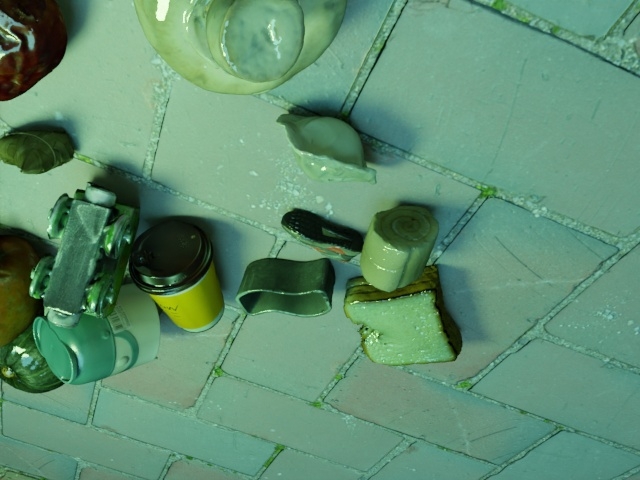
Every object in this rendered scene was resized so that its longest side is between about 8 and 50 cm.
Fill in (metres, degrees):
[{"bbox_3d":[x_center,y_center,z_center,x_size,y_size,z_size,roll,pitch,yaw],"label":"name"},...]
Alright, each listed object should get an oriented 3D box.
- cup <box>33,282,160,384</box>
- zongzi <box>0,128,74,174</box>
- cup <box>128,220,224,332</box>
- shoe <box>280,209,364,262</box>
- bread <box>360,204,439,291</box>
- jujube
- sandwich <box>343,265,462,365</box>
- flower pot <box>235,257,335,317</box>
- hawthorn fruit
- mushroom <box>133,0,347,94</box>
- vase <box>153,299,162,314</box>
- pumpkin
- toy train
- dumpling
[{"bbox_3d":[-0.579,0.221,1.572,0.289,0.257,0.219,39,123,29],"label":"cup"},{"bbox_3d":[-0.630,-0.170,1.254,0.188,0.178,0.081,1,117,12],"label":"zongzi"},{"bbox_3d":[-0.324,0.095,1.457,0.196,0.196,0.280,1,142,11],"label":"cup"},{"bbox_3d":[-0.002,0.000,1.366,0.194,0.074,0.077,19,140,-10],"label":"shoe"},{"bbox_3d":[0.162,0.012,1.287,0.134,0.148,0.141,42,144,24],"label":"bread"},{"bbox_3d":[-0.548,-0.353,1.068,0.183,0.183,0.243,39,137,-25],"label":"jujube"},{"bbox_3d":[0.197,0.196,1.500,0.248,0.095,0.273,-10,131,21],"label":"sandwich"},{"bbox_3d":[-0.080,0.112,1.467,0.229,0.108,0.103,0,135,13],"label":"flower pot"},{"bbox_3d":[-0.815,0.105,1.520,0.267,0.268,0.301,24,119,-12],"label":"hawthorn fruit"},{"bbox_3d":[-0.112,-0.366,0.880,0.315,0.315,0.356,20,174,-8],"label":"mushroom"},{"bbox_3d":[-0.443,0.173,1.645,0.053,0.053,0.101,30,128,-18],"label":"vase"},{"bbox_3d":[-0.833,0.299,1.751,0.300,0.207,0.300,17,143,13],"label":"pumpkin"},{"bbox_3d":[-0.504,0.030,1.349,0.173,0.249,0.307,16,91,-6],"label":"toy train"},{"bbox_3d":[0.017,-0.163,1.146,0.228,0.151,0.124,26,107,-13],"label":"dumpling"}]
